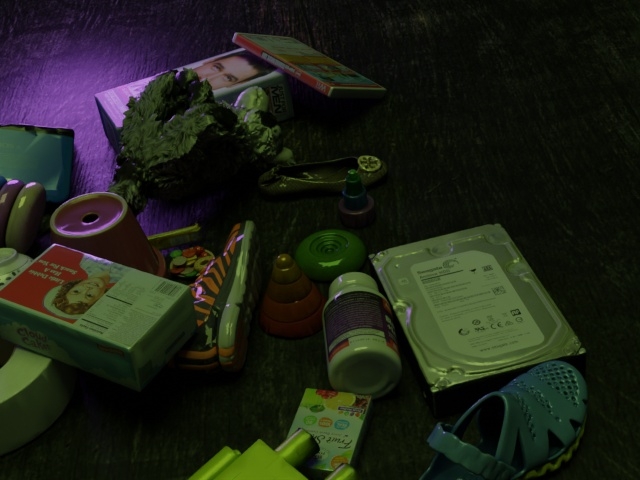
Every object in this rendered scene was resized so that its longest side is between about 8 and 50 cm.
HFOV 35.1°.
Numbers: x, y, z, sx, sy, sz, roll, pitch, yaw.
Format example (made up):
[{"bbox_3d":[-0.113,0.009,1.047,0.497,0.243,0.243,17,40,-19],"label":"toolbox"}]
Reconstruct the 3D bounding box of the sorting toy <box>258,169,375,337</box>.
[{"bbox_3d":[0.000,0.000,1.699,0.127,0.126,0.365,10,41,23],"label":"sorting toy"}]

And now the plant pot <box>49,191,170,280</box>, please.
[{"bbox_3d":[-0.365,0.027,1.693,0.201,0.180,0.201,-6,36,4],"label":"plant pot"}]

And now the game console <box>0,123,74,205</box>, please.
[{"bbox_3d":[-0.654,-0.161,2.056,0.293,0.173,0.250,5,63,-14],"label":"game console"}]

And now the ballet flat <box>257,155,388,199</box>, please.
[{"bbox_3d":[0.004,-0.127,1.922,0.250,0.058,0.084,-7,37,2],"label":"ballet flat"}]

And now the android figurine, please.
[{"bbox_3d":[-0.080,0.362,1.270,0.248,0.056,0.273,31,60,34],"label":"android figurine"}]

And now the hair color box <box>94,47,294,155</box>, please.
[{"bbox_3d":[-0.266,-0.286,2.145,0.375,0.113,0.185,-21,38,-17],"label":"hair color box"}]

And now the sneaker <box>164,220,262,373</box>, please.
[{"bbox_3d":[-0.198,0.079,1.635,0.180,0.124,0.321,-1,37,9],"label":"sneaker"}]

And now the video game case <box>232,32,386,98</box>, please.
[{"bbox_3d":[-0.023,-0.374,2.166,0.285,0.025,0.204,34,24,29],"label":"video game case"}]

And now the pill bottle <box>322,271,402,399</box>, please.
[{"bbox_3d":[0.058,0.137,1.517,0.108,0.108,0.193,-8,37,1],"label":"pill bottle"}]

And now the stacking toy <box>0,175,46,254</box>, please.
[{"bbox_3d":[-0.681,-0.081,1.847,0.330,0.141,0.141,16,38,-4],"label":"stacking toy"}]

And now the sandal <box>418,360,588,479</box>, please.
[{"bbox_3d":[0.240,0.248,1.311,0.126,0.138,0.317,23,45,38],"label":"sandal"}]

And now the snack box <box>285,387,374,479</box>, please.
[{"bbox_3d":[0.010,0.271,1.407,0.100,0.037,0.141,3,39,18],"label":"snack box"}]

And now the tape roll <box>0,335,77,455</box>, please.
[{"bbox_3d":[-0.526,0.208,1.554,0.286,0.100,0.286,-5,37,4],"label":"tape roll"}]

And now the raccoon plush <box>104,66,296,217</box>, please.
[{"bbox_3d":[-0.262,-0.130,1.947,0.446,0.299,0.216,-43,56,7],"label":"raccoon plush"}]

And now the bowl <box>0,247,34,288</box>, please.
[{"bbox_3d":[-0.549,0.063,1.736,0.170,0.080,0.170,-8,23,3],"label":"bowl"}]

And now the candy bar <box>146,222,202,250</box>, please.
[{"bbox_3d":[-0.290,0.002,1.827,0.162,0.040,0.018,-14,37,-7],"label":"candy bar"}]

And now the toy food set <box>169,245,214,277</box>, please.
[{"bbox_3d":[-0.227,0.038,1.782,0.083,0.020,0.083,-17,38,-11],"label":"toy food set"}]

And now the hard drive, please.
[{"bbox_3d":[0.230,0.109,1.559,0.237,0.064,0.339,-13,36,-6],"label":"hard drive"}]

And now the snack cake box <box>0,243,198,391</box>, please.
[{"bbox_3d":[-0.334,0.109,1.497,0.264,0.089,0.152,16,42,25],"label":"snack cake box"}]
